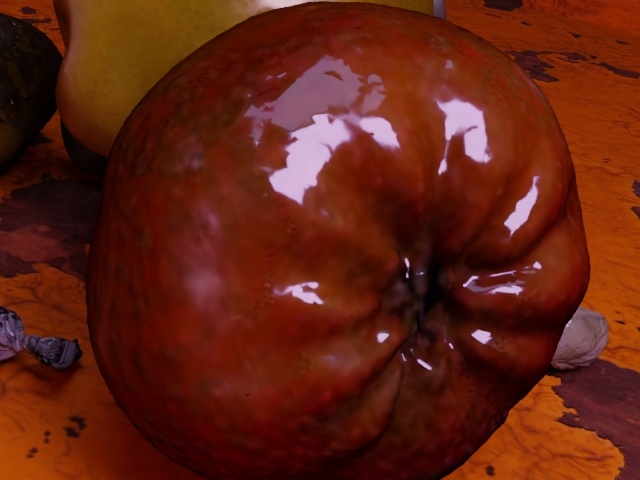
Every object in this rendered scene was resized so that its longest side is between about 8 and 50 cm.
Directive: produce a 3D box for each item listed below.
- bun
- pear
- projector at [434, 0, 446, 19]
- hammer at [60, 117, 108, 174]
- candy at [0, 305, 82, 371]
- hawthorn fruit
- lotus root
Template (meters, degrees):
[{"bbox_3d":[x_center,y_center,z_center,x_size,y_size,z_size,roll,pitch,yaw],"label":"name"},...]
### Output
[{"bbox_3d":[0.239,0.096,0.960,0.115,0.069,0.115,15,6,-2],"label":"bun"},{"bbox_3d":[-0.080,-0.227,1.008,0.418,0.362,0.362,-7,30,-15],"label":"pear"},{"bbox_3d":[0.022,-0.299,1.468,0.248,0.248,0.249,25,31,29],"label":"projector"},{"bbox_3d":[-0.186,-0.096,1.177,0.206,0.119,0.335,-11,40,-34],"label":"hammer"},{"bbox_3d":[-0.321,0.074,0.852,0.226,0.051,0.094,19,25,19],"label":"candy"},{"bbox_3d":[0.000,0.000,0.759,0.403,0.403,0.403,7,27,-4],"label":"hawthorn fruit"},{"bbox_3d":[-0.429,-0.162,1.128,0.196,0.179,0.397,-25,24,21],"label":"lotus root"}]
